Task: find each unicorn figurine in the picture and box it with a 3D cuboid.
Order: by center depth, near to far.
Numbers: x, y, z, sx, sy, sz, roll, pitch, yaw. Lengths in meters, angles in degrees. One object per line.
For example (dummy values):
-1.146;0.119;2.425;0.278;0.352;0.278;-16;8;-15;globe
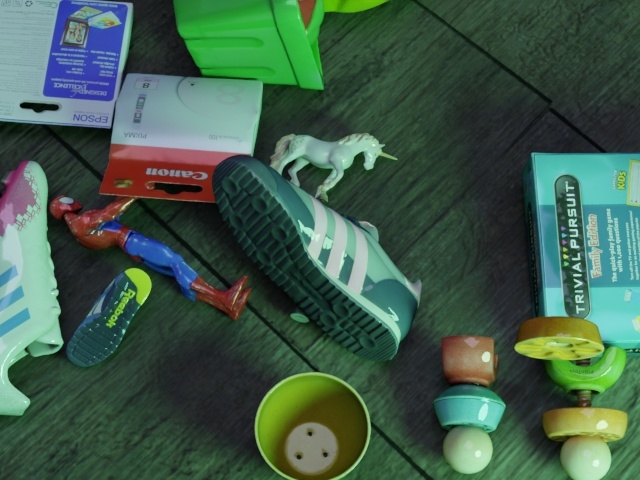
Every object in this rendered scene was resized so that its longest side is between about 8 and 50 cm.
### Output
0.010;-0.105;1.708;0.161;0.060;0.111;21;67;8;unicorn figurine

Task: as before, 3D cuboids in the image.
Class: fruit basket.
-0.016;-0.403;1.745;0.392;0.283;0.392;-2;73;7;fruit basket

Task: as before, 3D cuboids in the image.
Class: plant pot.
-0.010;0.235;1.529;0.134;0.095;0.134;0;66;-1;plant pot

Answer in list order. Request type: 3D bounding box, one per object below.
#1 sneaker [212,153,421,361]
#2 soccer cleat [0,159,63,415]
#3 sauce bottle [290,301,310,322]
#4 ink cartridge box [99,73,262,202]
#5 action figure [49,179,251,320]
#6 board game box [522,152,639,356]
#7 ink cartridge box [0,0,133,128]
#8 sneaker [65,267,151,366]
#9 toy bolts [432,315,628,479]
0.000;0.000;1.592;0.319;0.112;0.131;49;48;-14;sneaker
-0.376;0.063;1.606;0.143;0.116;0.331;19;67;-10;soccer cleat
-0.009;0.043;1.648;0.042;0.042;0.128;14;64;5;sauce bottle
-0.177;-0.138;1.668;0.189;0.066;0.232;4;31;0;ink cartridge box
-0.207;-0.018;1.648;0.280;0.091;0.139;23;73;8;action figure
0.436;0.016;1.637;0.336;0.079;0.254;-1;72;-1;board game box
-0.372;-0.240;1.771;0.206;0.045;0.208;5;64;1;ink cartridge box
-0.265;0.097;1.616;0.053;0.059;0.144;40;85;-17;sneaker
0.239;0.194;1.511;0.228;0.218;0.159;-2;70;18;toy bolts
